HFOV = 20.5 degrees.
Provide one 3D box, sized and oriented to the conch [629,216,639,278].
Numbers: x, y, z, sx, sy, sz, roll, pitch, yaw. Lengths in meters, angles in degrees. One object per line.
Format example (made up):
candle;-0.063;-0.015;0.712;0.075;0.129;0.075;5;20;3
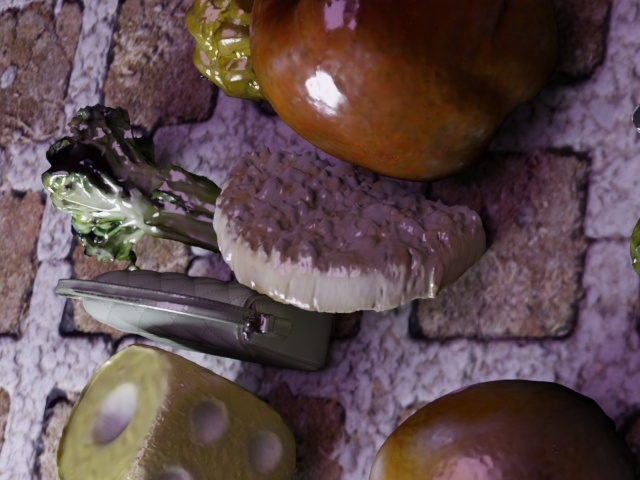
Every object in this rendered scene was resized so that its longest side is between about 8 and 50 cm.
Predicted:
conch;0.310;-0.004;1.516;0.089;0.074;0.121;1;53;9

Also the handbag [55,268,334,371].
handbag;-0.132;0.067;1.751;0.256;0.219;0.079;6;81;40

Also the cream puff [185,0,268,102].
cream puff;-0.062;-0.224;1.866;0.156;0.121;0.156;-16;60;30

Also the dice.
dice;-0.141;0.209;1.716;0.169;0.169;0.166;11;69;56

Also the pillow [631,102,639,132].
pillow;0.338;-0.138;1.536;0.091;0.055;0.136;33;98;40

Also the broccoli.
broccoli;-0.150;-0.037;1.876;0.304;0.165;0.145;22;57;30

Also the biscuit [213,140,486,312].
biscuit;0.000;0.000;1.693;0.281;0.179;0.084;22;133;34

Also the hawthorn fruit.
hawthorn fruit;0.057;-0.198;1.634;0.267;0.301;0.268;-22;58;40

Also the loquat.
loquat;0.153;0.206;1.490;0.227;0.179;0.179;-15;65;27
